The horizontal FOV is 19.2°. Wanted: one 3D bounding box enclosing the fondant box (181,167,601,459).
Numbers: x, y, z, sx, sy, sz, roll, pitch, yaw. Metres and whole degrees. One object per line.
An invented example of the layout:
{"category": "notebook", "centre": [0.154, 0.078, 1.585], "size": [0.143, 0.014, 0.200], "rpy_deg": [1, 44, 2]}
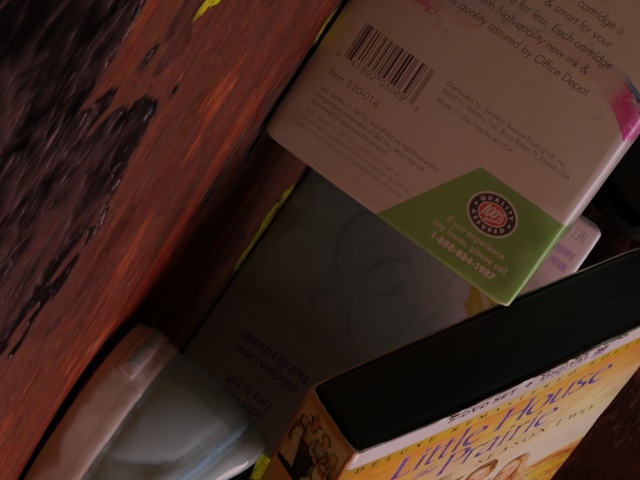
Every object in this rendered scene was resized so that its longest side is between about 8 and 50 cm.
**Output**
{"category": "fondant box", "centre": [0.057, 0.057, 1.664], "size": [0.330, 0.238, 0.096], "rpy_deg": [-55, 176, 7]}

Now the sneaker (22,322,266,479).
{"category": "sneaker", "centre": [-0.155, 0.231, 1.357], "size": [0.135, 0.150, 0.366], "rpy_deg": [-46, 170, -51]}

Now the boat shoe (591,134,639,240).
{"category": "boat shoe", "centre": [0.187, -0.136, 1.385], "size": [0.113, 0.340, 0.127], "rpy_deg": [-10, 161, -44]}

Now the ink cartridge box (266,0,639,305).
{"category": "ink cartridge box", "centre": [0.150, -0.161, 1.259], "size": [0.353, 0.207, 0.119], "rpy_deg": [-55, 173, 14]}

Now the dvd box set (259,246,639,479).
{"category": "dvd box set", "centre": [0.070, 0.186, 1.429], "size": [0.308, 0.062, 0.420], "rpy_deg": [-21, 154, -32]}
